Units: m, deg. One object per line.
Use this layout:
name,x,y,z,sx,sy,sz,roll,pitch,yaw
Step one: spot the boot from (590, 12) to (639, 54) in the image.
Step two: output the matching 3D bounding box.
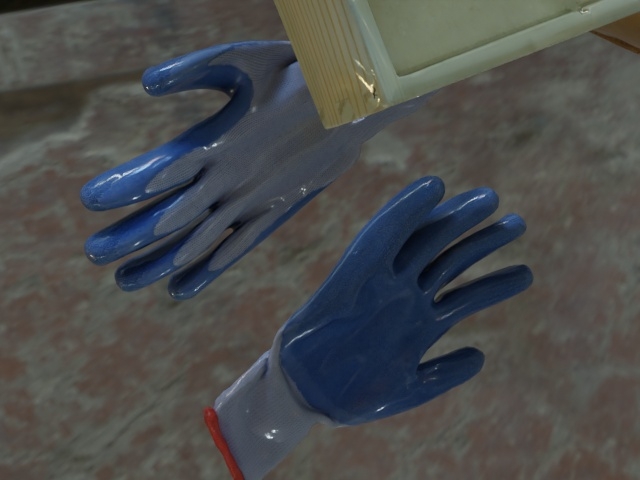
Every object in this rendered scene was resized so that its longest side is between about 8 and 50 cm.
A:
boot,0.092,-0.133,0.835,0.269,0.236,0.089,33,124,47

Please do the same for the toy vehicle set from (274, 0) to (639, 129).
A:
toy vehicle set,0.080,-0.156,0.634,0.035,0.267,0.166,-15,96,55

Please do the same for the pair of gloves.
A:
pair of gloves,0.000,0.000,0.703,0.159,0.023,0.198,-37,126,-16
